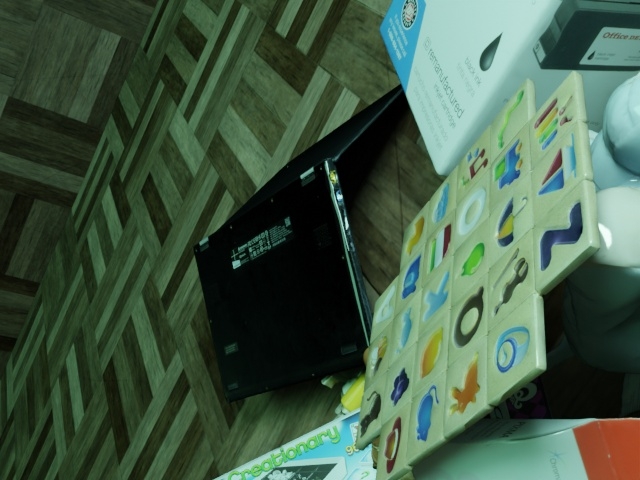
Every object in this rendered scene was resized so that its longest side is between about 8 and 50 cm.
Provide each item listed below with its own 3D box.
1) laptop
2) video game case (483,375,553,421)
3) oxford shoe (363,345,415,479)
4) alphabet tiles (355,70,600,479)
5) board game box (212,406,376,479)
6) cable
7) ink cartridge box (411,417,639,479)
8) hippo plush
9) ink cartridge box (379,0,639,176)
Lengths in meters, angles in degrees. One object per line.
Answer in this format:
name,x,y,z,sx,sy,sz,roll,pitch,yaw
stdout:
laptop,0.000,0.000,1.140,0.382,0.236,0.408,-28,71,50
video game case,0.146,0.154,0.714,0.232,0.041,0.210,-164,56,-75
oxford shoe,0.081,0.200,0.786,0.076,0.076,0.212,75,174,-56
alphabet tiles,0.113,0.035,0.619,0.342,0.011,0.285,124,163,-47
board game box,-0.007,0.319,0.824,0.305,0.053,0.193,-26,55,2
cable,0.101,0.118,0.978,0.287,0.072,0.139,-43,22,21
ink cartridge box,0.189,0.227,0.558,0.232,0.066,0.189,-14,97,50
hippo plush,0.304,-0.009,0.601,0.294,0.234,0.237,79,-151,-58
ink cartridge box,0.237,-0.288,0.760,0.285,0.166,0.395,-103,30,-41
